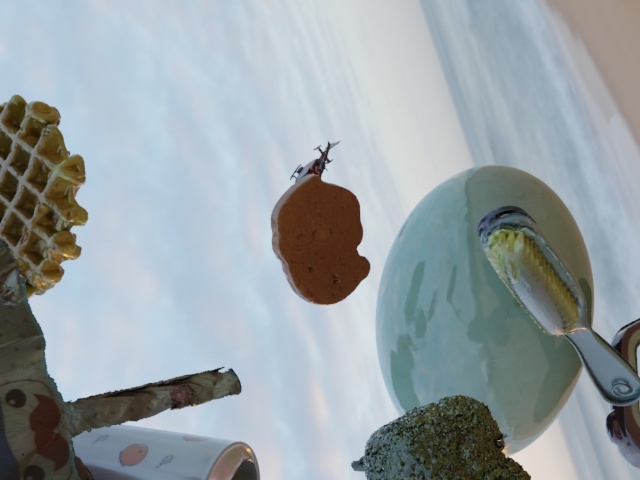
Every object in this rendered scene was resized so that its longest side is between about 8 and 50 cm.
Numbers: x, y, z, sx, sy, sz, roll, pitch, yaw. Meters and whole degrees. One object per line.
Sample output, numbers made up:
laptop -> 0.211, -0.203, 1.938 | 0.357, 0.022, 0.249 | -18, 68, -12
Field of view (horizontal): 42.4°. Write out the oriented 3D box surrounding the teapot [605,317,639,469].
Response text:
teapot -> 0.518, 0.200, 1.046 | 0.233, 0.315, 0.312 | 102, -170, -56

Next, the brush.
brush -> 0.260, 0.089, 0.871 | 0.297, 0.068, 0.060 | 48, -148, -20

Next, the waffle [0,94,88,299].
waffle -> -0.374, -0.044, 0.992 | 0.056, 0.249, 0.253 | 2, -93, -57

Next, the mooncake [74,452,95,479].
mooncake -> -0.499, 0.426, 1.163 | 0.212, 0.350, 0.381 | -23, -54, -53

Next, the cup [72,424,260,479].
cup -> -0.278, 0.395, 1.277 | 0.212, 0.317, 0.212 | 4, -90, -68

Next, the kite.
kite -> -0.179, 0.118, 0.511 | 0.314, 0.011, 0.335 | -1, -133, -38

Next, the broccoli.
broccoli -> 0.095, 0.186, 0.645 | 0.120, 0.131, 0.130 | 36, -171, -43

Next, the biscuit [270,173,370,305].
biscuit -> 0.000, 0.000, 0.808 | 0.019, 0.102, 0.130 | 12, 123, 57

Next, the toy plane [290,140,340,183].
toy plane -> -0.007, -0.126, 1.417 | 0.037, 0.060, 0.145 | 49, -137, -19

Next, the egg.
egg -> 0.209, 0.096, 1.071 | 0.276, 0.276, 0.389 | -15, -68, -79
